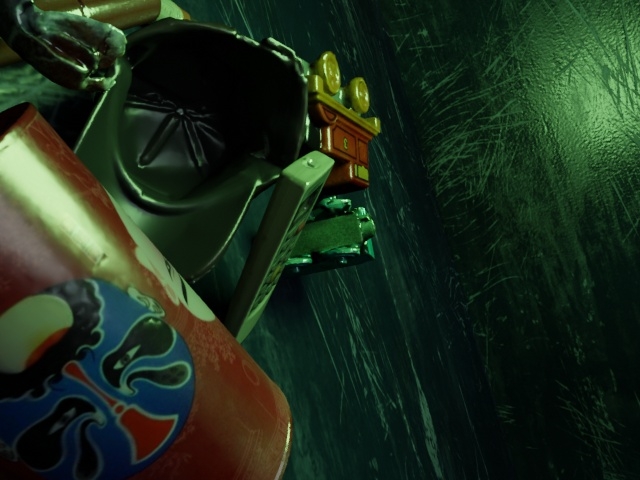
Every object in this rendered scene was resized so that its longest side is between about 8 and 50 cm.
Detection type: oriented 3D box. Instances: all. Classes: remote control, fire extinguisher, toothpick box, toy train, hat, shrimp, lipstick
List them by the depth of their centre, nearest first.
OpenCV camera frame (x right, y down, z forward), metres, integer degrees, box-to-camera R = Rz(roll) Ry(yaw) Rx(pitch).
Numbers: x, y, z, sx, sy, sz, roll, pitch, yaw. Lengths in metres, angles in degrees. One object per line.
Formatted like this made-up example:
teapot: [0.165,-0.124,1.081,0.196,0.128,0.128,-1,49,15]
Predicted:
toothpick box: [-0.188,0.090,0.418,0.333,0.204,0.204,57,29,-33]
shrimp: [-0.250,-0.335,0.471,0.165,0.221,0.411,6,75,-29]
lipstick: [-0.284,-0.209,0.527,0.057,0.057,0.357,64,33,-19]
hat: [-0.184,-0.106,0.638,0.238,0.208,0.336,44,64,-31]
remote control: [-0.062,0.021,0.710,0.038,0.286,0.123,28,27,7]
fire extinguisher: [-0.241,-0.334,0.745,0.177,0.050,0.062,19,84,-61]
toy train: [0.000,0.000,0.889,0.154,0.197,0.108,37,43,-72]
toy train: [0.001,-0.217,1.069,0.369,0.163,0.232,5,79,-64]
